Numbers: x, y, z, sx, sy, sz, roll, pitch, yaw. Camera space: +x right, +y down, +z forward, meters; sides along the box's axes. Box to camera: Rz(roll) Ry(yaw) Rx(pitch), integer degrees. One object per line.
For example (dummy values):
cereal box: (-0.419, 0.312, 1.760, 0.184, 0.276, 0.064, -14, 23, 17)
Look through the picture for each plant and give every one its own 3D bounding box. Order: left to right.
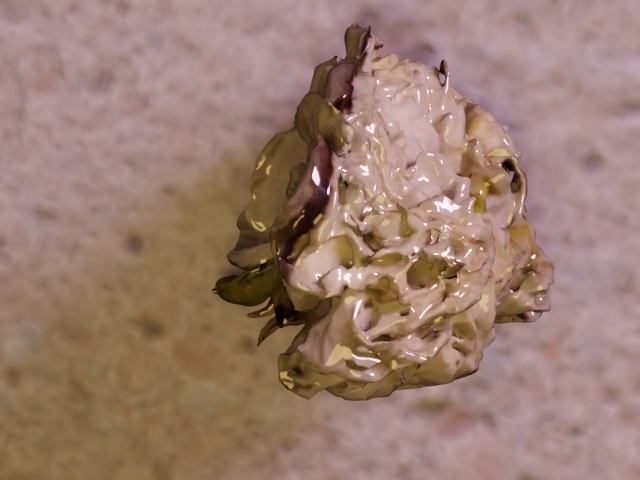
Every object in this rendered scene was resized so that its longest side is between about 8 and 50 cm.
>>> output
plant: (0.000, 0.000, 0.471, 0.122, 0.116, 0.104, -24, 90, 35)
